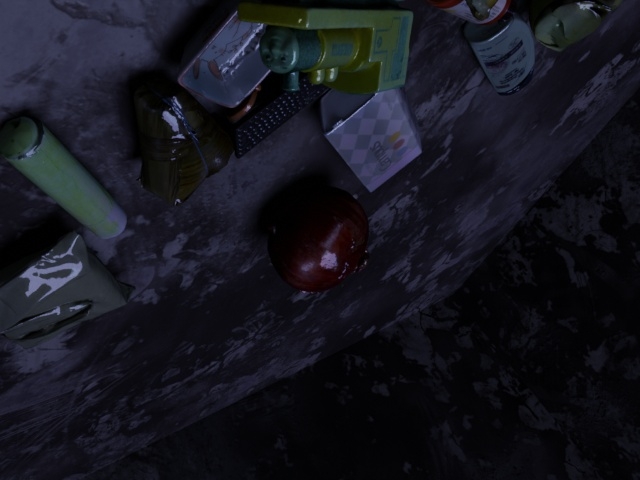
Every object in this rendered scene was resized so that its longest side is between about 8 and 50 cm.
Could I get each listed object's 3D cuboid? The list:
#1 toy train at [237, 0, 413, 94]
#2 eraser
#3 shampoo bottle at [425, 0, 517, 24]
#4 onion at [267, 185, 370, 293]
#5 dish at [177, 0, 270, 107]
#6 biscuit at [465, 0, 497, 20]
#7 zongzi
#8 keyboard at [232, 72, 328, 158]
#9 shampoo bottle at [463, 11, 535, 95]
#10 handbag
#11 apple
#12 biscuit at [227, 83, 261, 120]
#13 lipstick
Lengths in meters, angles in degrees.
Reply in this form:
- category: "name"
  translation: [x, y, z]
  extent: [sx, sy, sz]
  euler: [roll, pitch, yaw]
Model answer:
- category: "toy train"
  translation: [0.018, -0.319, 0.892]
  extent: [0.369, 0.150, 0.237]
  euler: [-30, 130, -54]
- category: "eraser"
  translation: [0.130, -0.257, 1.437]
  extent: [0.213, 0.082, 0.397]
  euler: [-39, 158, 7]
- category: "shampoo bottle"
  translation: [0.302, -0.481, 1.217]
  extent: [0.278, 0.104, 0.104]
  euler: [-7, 143, -50]
- category: "onion"
  translation: [0.000, 0.000, 1.541]
  extent: [0.276, 0.276, 0.276]
  euler: [-31, 157, -14]
- category: "dish"
  translation: [-0.117, -0.323, 0.967]
  extent: [0.234, 0.064, 0.154]
  euler: [-43, 157, 17]
- category: "biscuit"
  translation: [0.240, -0.512, 0.987]
  extent: [0.329, 0.078, 0.335]
  euler: [-30, 131, -30]
- category: "zongzi"
  translation: [-0.202, -0.201, 1.057]
  extent: [0.242, 0.112, 0.221]
  euler: [-43, 158, -34]
- category: "keyboard"
  translation: [-0.045, -0.267, 1.154]
  extent: [0.309, 0.018, 0.101]
  euler: [-43, 163, -23]
- category: "shampoo bottle"
  translation: [0.449, -0.454, 1.513]
  extent: [0.134, 0.078, 0.359]
  euler: [-32, 160, 19]
- category: "handbag"
  translation: [-0.510, 0.109, 1.187]
  extent: [0.253, 0.109, 0.316]
  euler: [-29, 163, -9]
- category: "apple"
  translation: [0.568, -0.540, 1.412]
  extent: [0.207, 0.174, 0.188]
  euler: [-28, -176, -18]
- category: "biscuit"
  translation: [-0.129, -0.245, 1.077]
  extent: [0.078, 0.091, 0.015]
  euler: [-29, 130, 30]
- category: "lipstick"
  translation: [-0.401, -0.091, 0.999]
  extent: [0.076, 0.076, 0.304]
  euler: [-34, 159, -7]
